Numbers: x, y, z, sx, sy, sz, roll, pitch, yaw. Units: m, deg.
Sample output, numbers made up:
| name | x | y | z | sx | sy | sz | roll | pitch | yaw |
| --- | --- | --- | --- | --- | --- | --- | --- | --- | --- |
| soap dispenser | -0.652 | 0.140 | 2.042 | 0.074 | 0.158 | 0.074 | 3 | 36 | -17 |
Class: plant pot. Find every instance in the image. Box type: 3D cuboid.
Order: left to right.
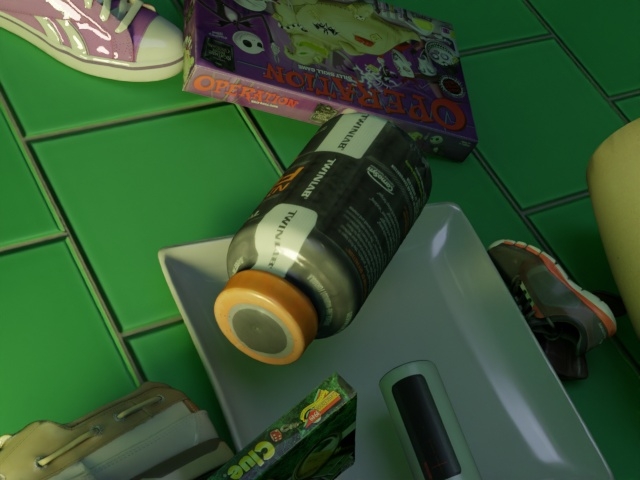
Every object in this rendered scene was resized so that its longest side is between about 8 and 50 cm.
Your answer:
| name | x | y | z | sx | sy | sz | roll | pitch | yaw |
| --- | --- | --- | --- | --- | --- | --- | --- | --- | --- |
| plant pot | 0.409 | 0.039 | 1.060 | 0.257 | 0.256 | 0.274 | 10 | 60 | -13 |

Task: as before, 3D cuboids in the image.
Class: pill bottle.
| name | x | y | z | sx | sy | sz | roll | pitch | yaw |
| --- | --- | --- | --- | --- | --- | --- | --- | --- | --- |
| pill bottle | 0.000 | 0.000 | 0.962 | 0.130 | 0.130 | 0.245 | 31 | 49 | 5 |

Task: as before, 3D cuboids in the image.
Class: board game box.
| name | x | y | z | sx | sy | sz | roll | pitch | yaw |
| --- | --- | --- | --- | --- | --- | --- | --- | --- | --- |
| board game box | -0.075 | 0.213 | 0.782 | 0.260 | 0.136 | 0.030 | -38 | 61 | -21 |
| board game box | 0.011 | -0.216 | 1.226 | 0.347 | 0.056 | 0.208 | 12 | 54 | -22 |

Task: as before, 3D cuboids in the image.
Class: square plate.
| name | x | y | z | sx | sy | sz | roll | pitch | yaw |
| --- | --- | --- | --- | --- | --- | --- | --- | --- | --- |
| square plate | 0.056 | 0.127 | 1.000 | 0.344 | 0.049 | 0.347 | -9 | 57 | -27 |

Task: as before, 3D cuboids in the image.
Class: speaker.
| name | x | y | z | sx | sy | sz | roll | pitch | yaw |
| --- | --- | --- | --- | --- | --- | --- | --- | --- | --- |
| speaker | 0.097 | 0.174 | 0.909 | 0.055 | 0.055 | 0.136 | -5 | 56 | -23 |

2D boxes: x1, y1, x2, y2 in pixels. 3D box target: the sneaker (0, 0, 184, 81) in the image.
| name | x | y | z | sx | sy | sz | roll | pitch | yaw |
| --- | --- | --- | --- | --- | --- | --- | --- | --- | --- |
| sneaker | -0.265 | -0.279 | 1.132 | 0.282 | 0.161 | 0.102 | 21 | 47 | -5 |

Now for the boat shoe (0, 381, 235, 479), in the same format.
| name | x | y | z | sx | sy | sz | roll | pitch | yaw |
| --- | --- | --- | --- | --- | --- | --- | --- | --- | --- |
| boat shoe | -0.212 | 0.199 | 0.812 | 0.302 | 0.113 | 0.103 | -16 | 57 | -40 |

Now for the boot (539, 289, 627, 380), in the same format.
| name | x | y | z | sx | sy | sz | roll | pitch | yaw |
| --- | --- | --- | --- | --- | --- | --- | --- | --- | --- |
| boot | 0.275 | 0.104 | 1.106 | 0.106 | 0.037 | 0.114 | 6 | 47 | 1 |

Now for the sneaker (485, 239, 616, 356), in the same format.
| name | x | y | z | sx | sy | sz | roll | pitch | yaw |
| --- | --- | --- | --- | --- | --- | --- | --- | --- | --- |
| sneaker | 0.224 | 0.059 | 1.083 | 0.158 | 0.061 | 0.065 | 37 | 67 | 27 |
